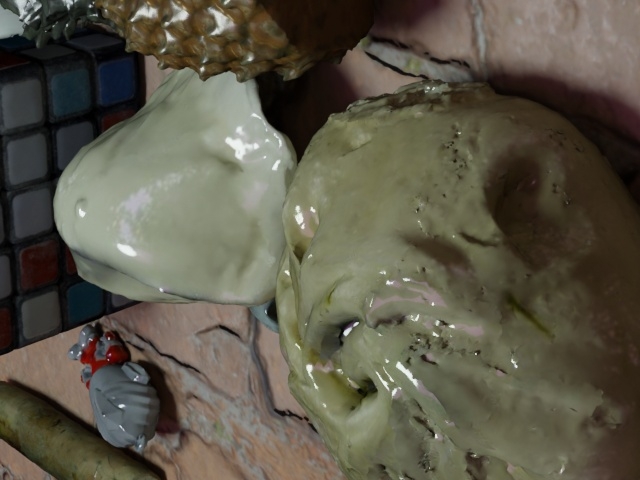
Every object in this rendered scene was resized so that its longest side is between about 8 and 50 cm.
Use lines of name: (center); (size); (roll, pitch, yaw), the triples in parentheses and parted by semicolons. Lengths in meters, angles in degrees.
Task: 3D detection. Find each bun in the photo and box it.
bun: (0.087, 0.062, 1.065); (0.362, 0.234, 0.326); (57, 145, 23)

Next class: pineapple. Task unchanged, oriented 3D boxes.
pineapple: (-0.126, -0.217, 1.163); (0.362, 0.202, 0.202); (-2, 105, 36)

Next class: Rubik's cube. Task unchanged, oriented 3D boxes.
Rubik's cube: (-0.370, -0.066, 1.465); (0.287, 0.293, 0.292); (21, 120, 41)

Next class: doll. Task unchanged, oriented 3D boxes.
doll: (-0.221, 0.159, 1.570); (0.094, 0.079, 0.180); (-55, 48, 19)

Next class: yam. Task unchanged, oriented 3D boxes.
yam: (-0.299, 0.238, 1.691); (0.317, 0.067, 0.071); (21, 93, 42)

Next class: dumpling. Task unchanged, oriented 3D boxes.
dumpling: (-0.131, -0.068, 1.278); (0.318, 0.187, 0.242); (33, 116, 53)

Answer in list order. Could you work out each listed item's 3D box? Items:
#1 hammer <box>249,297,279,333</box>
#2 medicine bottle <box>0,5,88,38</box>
hammer: (0.000, 0.000, 1.287); (0.103, 0.029, 0.246); (57, 137, 14)
medicine bottle: (-0.311, -0.362, 1.346); (0.190, 0.190, 0.332); (13, 115, 45)
